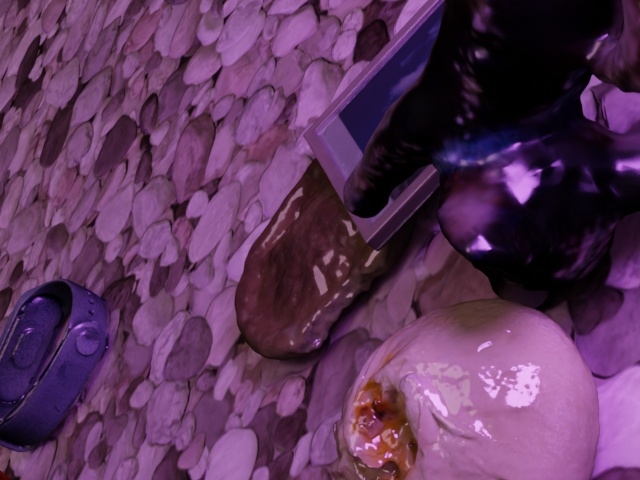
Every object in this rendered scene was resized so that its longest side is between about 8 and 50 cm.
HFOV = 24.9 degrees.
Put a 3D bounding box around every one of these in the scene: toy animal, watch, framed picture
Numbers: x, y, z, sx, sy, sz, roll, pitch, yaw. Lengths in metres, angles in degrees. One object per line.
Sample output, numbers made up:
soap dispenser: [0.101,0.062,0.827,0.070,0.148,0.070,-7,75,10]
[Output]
toy animal: [0.141,-0.093,0.954,0.302,0.194,0.344,-131,31,-51]
watch: [-0.327,0.144,1.691,0.206,0.068,0.193,-63,29,-3]
framed picture: [0.108,-0.141,1.237,0.281,0.019,0.209,-47,33,11]

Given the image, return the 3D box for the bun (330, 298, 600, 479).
bun: [0.081,0.133,0.990,0.222,0.127,0.222,-35,40,36]

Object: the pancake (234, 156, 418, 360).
pancake: [-0.001,0.000,1.310,0.236,0.042,0.222,-37,39,38]

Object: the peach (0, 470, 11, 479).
peach: [-0.448,0.364,1.468,0.353,0.416,0.339,6,55,20]
